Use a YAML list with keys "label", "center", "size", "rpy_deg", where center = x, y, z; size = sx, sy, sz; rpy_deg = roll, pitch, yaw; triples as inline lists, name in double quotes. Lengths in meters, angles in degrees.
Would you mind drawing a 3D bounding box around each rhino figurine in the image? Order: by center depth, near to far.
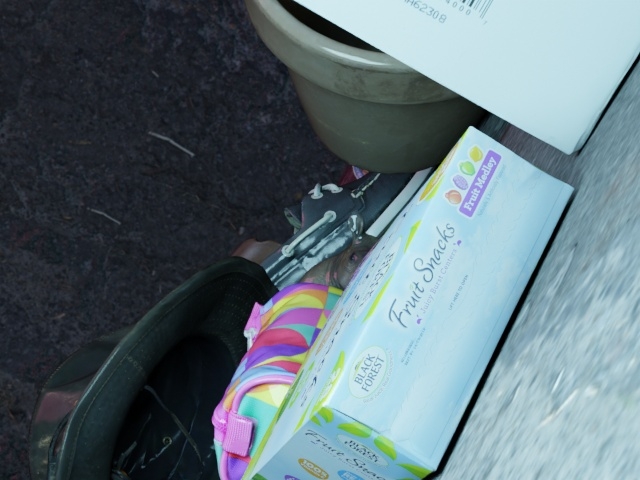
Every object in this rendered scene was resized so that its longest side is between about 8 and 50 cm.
- label: "rhino figurine"
  center: [0.008, 0.058, 1.598]
  size: [0.243, 0.073, 0.106]
  rpy_deg: [-55, 8, 46]

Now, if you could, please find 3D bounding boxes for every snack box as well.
- label: "snack box"
  center: [0.039, 0.059, 1.035]
  size: [0.174, 0.070, 0.207]
  rpy_deg: [-61, 4, -26]

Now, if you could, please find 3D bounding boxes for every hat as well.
- label: "hat"
  center: [-0.159, 0.157, 1.675]
  size: [0.331, 0.134, 0.331]
  rpy_deg: [-31, -50, -46]

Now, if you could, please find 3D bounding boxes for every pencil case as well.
- label: "pencil case"
  center: [-0.014, 0.100, 1.297]
  size: [0.104, 0.104, 0.236]
  rpy_deg: [-60, 4, 13]

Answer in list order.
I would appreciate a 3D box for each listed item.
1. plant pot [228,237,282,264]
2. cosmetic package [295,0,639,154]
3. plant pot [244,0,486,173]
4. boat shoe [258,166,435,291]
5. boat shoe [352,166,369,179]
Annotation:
- label: "plant pot"
  center: [-0.075, 0.097, 1.933]
  size: [0.165, 0.167, 0.167]
  rpy_deg: [-54, -1, -30]
- label: "cosmetic package"
  center: [0.086, -0.189, 1.115]
  size: [0.138, 0.224, 0.225]
  rpy_deg: [-60, 3, 21]
- label: "plant pot"
  center: [0.065, -0.175, 1.604]
  size: [0.229, 0.263, 0.263]
  rpy_deg: [90, -157, -55]
- label: "boat shoe"
  center: [0.000, 0.000, 1.814]
  size: [0.302, 0.091, 0.114]
  rpy_deg: [-50, -5, -15]
- label: "boat shoe"
  center: [0.087, -0.120, 2.088]
  size: [0.066, 0.066, 0.183]
  rpy_deg: [-56, 5, 41]
